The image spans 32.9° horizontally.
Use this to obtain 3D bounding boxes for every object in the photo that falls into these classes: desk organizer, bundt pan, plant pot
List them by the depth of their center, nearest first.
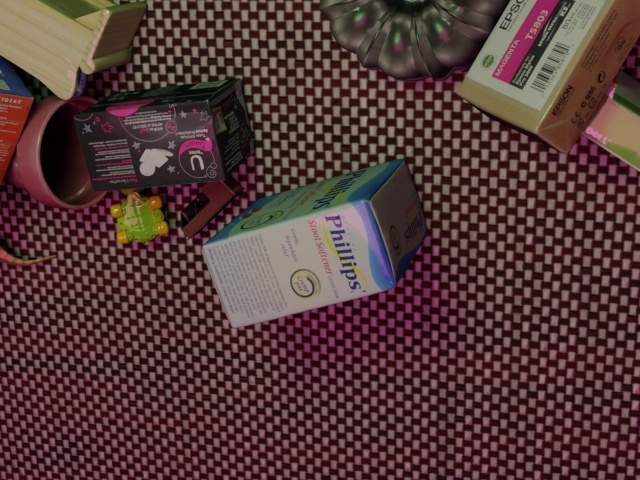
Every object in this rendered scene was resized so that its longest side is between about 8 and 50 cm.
[{"bbox_3d":[0.140,-0.393,1.656,0.331,0.124,0.331,5,110,15],"label":"bundt pan"},{"bbox_3d":[-0.483,-0.160,1.896,0.180,0.201,0.201,8,111,32],"label":"plant pot"},{"bbox_3d":[-0.200,-0.064,1.910,0.130,0.047,0.050,-42,90,24],"label":"desk organizer"}]

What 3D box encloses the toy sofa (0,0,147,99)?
[{"bbox_3d":[-0.496,-0.399,1.831,0.362,0.150,0.177,30,112,5],"label":"toy sofa"}]

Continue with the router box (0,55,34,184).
[{"bbox_3d":[-0.643,-0.211,1.883,0.335,0.082,0.301,47,120,37],"label":"router box"}]

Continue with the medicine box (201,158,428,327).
[{"bbox_3d":[0.000,0.000,1.751,0.289,0.263,0.149,-16,103,21],"label":"medicine box"}]

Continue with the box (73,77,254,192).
[{"bbox_3d":[-0.258,-0.177,1.827,0.247,0.163,0.142,-3,110,18],"label":"box"}]

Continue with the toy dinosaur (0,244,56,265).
[{"bbox_3d":[-0.623,0.022,2.059,0.211,0.064,0.112,34,113,3],"label":"toy dinosaur"}]

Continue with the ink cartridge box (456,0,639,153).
[{"bbox_3d":[0.333,-0.268,1.567,0.088,0.193,0.234,25,98,-39],"label":"ink cartridge box"}]

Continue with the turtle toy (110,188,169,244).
[{"bbox_3d":[-0.326,-0.055,1.940,0.095,0.066,0.130,-12,102,-4],"label":"turtle toy"}]

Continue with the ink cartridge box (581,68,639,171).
[{"bbox_3d":[0.474,-0.144,1.563,0.189,0.255,0.097,34,114,4],"label":"ink cartridge box"}]
